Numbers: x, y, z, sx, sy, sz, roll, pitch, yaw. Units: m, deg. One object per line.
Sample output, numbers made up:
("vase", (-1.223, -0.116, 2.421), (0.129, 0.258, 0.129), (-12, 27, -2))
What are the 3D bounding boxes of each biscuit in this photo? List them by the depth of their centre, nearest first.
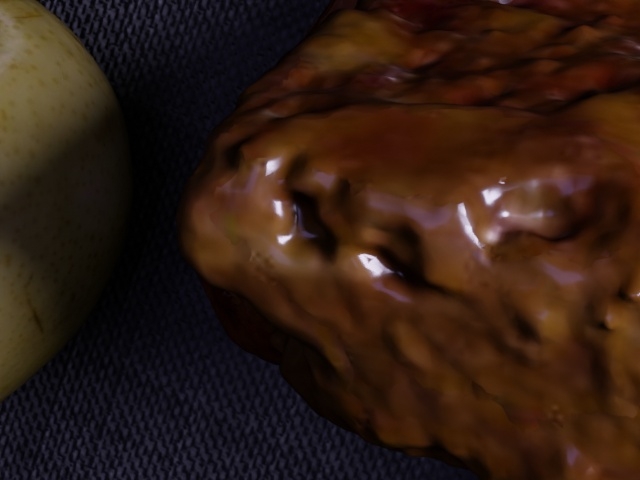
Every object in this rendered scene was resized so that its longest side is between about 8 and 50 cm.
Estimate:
("biscuit", (0.156, -0.033, 0.865), (0.343, 0.395, 0.166), (14, 123, 21))

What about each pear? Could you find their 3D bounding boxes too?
("pear", (-0.271, -0.023, 1.099), (0.309, 0.309, 0.309), (2, 94, 23))

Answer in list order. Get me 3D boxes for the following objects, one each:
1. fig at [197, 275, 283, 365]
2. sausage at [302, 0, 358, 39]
("fig", (-0.016, 0.001, 1.086), (0.128, 0.128, 0.150), (16, 73, 21))
("sausage", (0.012, -0.109, 1.092), (0.065, 0.065, 0.169), (40, 105, 16))
